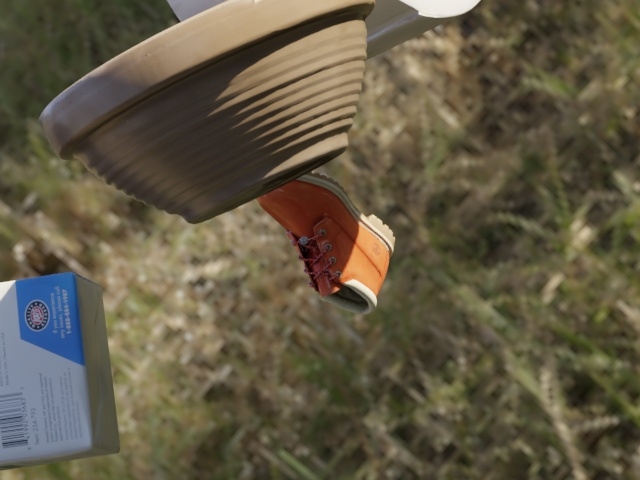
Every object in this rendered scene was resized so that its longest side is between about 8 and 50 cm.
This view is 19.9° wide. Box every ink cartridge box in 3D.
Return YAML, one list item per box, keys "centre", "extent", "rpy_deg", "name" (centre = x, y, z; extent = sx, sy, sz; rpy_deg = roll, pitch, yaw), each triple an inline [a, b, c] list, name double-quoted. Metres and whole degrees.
- centre: [-0.277, 0.109, 1.368]
  extent: [0.231, 0.134, 0.078]
  rpy_deg: [-9, -10, 8]
  name: "ink cartridge box"

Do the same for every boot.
- centre: [0.000, 0.000, 1.541]
  extent: [0.059, 0.158, 0.084]
  rpy_deg: [-21, 45, 42]
  name: "boot"

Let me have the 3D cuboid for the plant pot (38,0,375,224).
- centre: [-0.058, -0.084, 1.213]
  extent: [0.237, 0.109, 0.237]
  rpy_deg: [-26, -2, -1]
  name: "plant pot"

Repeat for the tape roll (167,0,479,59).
- centre: [0.000, -0.258, 1.434]
  extent: [0.169, 0.246, 0.246]
  rpy_deg: [-23, 31, 38]
  name: "tape roll"
